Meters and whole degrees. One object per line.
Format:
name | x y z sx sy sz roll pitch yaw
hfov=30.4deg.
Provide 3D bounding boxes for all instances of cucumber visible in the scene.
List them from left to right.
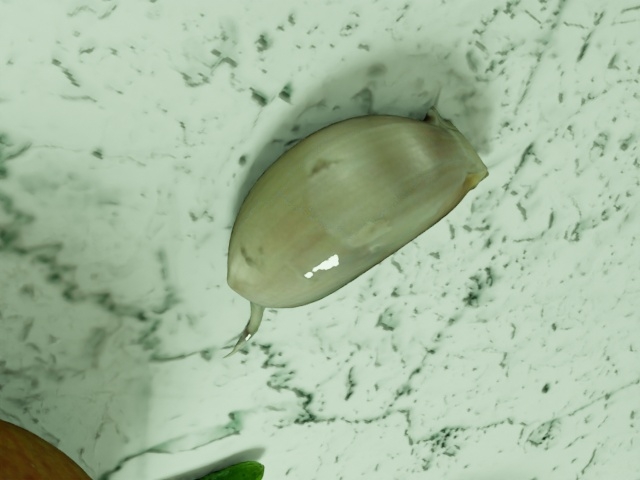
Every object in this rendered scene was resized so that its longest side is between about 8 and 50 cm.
cucumber | -0.121 0.236 1.057 0.155 0.037 0.037 -18 135 -11

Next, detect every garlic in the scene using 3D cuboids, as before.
garlic | -0.005 0.000 0.874 0.266 0.128 0.148 -30 125 16

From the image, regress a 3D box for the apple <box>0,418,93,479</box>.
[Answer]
apple | -0.305 0.304 0.834 0.400 0.333 0.400 -4 118 -7
